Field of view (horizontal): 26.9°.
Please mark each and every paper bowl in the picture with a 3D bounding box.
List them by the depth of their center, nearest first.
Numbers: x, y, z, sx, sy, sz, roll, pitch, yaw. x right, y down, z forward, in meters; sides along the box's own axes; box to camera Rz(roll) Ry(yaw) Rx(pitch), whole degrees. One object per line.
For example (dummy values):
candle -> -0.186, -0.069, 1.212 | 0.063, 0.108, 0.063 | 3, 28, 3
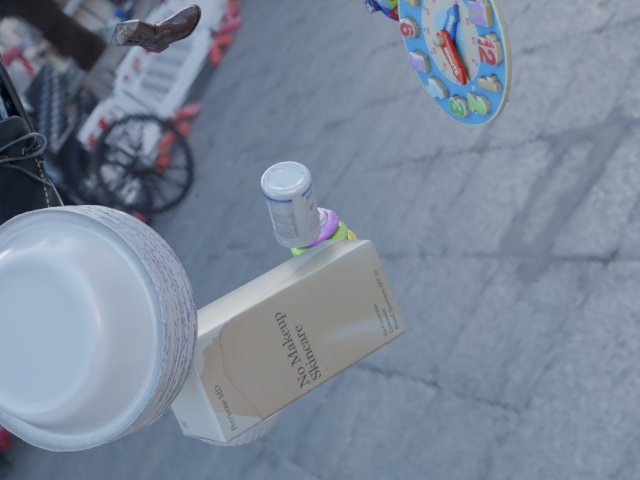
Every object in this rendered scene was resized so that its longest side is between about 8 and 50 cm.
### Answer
paper bowl -> -0.298, 0.102, 1.555 | 0.284, 0.284, 0.148 | -51, -14, 18

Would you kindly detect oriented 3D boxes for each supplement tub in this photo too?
supplement tub -> -0.040, -0.050, 1.856 | 0.107, 0.071, 0.071 | 80, -156, -44

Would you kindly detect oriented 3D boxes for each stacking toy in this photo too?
stacking toy -> 0.000, 0.000, 2.560 | 0.166, 0.301, 0.175 | -26, 33, -3

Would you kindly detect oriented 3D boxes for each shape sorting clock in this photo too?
shape sorting clock -> 0.139, -0.219, 1.435 | 0.040, 0.206, 0.206 | -23, -1, -26

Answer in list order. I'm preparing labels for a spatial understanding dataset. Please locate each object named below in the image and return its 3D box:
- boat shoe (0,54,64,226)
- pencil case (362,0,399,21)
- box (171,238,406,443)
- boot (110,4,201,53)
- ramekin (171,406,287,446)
boat shoe -> -0.495, -0.118, 1.964 | 0.187, 0.500, 0.156 | -19, -3, -14
pencil case -> 0.188, -0.431, 1.885 | 0.306, 0.133, 0.119 | -34, 36, 33
box -> -0.056, 0.126, 1.747 | 0.311, 0.148, 0.121 | -30, 15, -30
boot -> -0.236, -0.307, 1.911 | 0.106, 0.037, 0.114 | -39, -19, 21
ramekin -> -0.142, 0.222, 2.091 | 0.109, 0.207, 0.207 | 105, -172, -56
